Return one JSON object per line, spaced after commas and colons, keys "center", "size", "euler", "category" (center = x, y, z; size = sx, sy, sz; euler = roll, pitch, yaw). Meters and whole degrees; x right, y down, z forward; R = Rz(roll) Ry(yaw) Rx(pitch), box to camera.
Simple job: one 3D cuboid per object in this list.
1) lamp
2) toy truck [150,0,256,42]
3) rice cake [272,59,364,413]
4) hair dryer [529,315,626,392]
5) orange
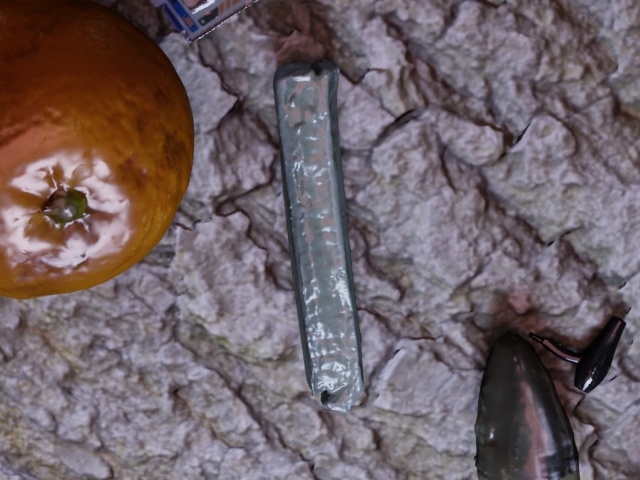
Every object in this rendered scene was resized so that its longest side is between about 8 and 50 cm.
{"center": [0.199, 0.208, 1.495], "size": [0.101, 0.101, 0.250], "euler": [-7, 106, 3], "category": "lamp"}
{"center": [-0.129, -0.315, 1.294], "size": [0.155, 0.124, 0.268], "euler": [-32, 108, 16], "category": "toy truck"}
{"center": [0.000, 0.000, 1.437], "size": [0.063, 0.066, 0.336], "euler": [-4, 111, 1], "category": "rice cake"}
{"center": [0.244, 0.098, 1.496], "size": [0.083, 0.031, 0.079], "euler": [25, 98, 0], "category": "hair dryer"}
{"center": [-0.236, -0.079, 1.316], "size": [0.261, 0.261, 0.261], "euler": [0, 110, 0], "category": "orange"}
